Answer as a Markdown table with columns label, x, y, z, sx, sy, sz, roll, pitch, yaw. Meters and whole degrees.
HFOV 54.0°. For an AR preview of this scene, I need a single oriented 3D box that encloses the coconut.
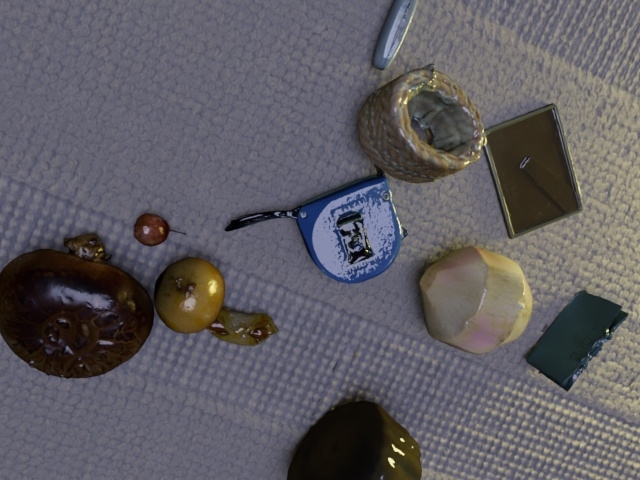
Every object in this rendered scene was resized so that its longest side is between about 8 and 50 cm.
| label | x | y | z | sx | sy | sz | roll | pitch | yaw |
| --- | --- | --- | --- | --- | --- | --- | --- | --- | --- |
| coconut | 0.319 | 0.125 | 1.329 | 0.236 | 0.197 | 0.237 | -4 | 107 | -12 |

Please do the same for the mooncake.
| label | x | y | z | sx | sy | sz | roll | pitch | yaw |
| --- | --- | --- | --- | --- | --- | --- | --- | --- | --- |
| mooncake | 0.076 | 0.488 | 1.306 | 0.290 | 0.290 | 0.161 | -45 | 110 | 0 |

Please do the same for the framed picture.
| label | x | y | z | sx | sy | sz | roll | pitch | yaw |
| --- | --- | --- | --- | --- | --- | --- | --- | --- | --- |
| framed picture | 0.471 | -0.152 | 1.392 | 0.189 | 0.023 | 0.260 | -23 | 105 | -6 |

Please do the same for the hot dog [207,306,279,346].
| label | x | y | z | sx | sy | sz | roll | pitch | yaw |
| --- | --- | --- | --- | --- | --- | --- | --- | --- | --- |
| hot dog | -0.166 | 0.185 | 1.312 | 0.168 | 0.061 | 0.078 | 9 | 100 | -13 |

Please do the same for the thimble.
| label | x | y | z | sx | sy | sz | roll | pitch | yaw |
| --- | --- | --- | --- | --- | --- | --- | --- | --- | --- |
| thimble | 0.198 | -0.218 | 1.234 | 0.229 | 0.148 | 0.196 | 42 | 68 | -16 |

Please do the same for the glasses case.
| label | x | y | z | sx | sy | sz | roll | pitch | yaw |
| --- | --- | --- | --- | --- | --- | --- | --- | --- | --- |
| glasses case | 0.150 | -0.426 | 1.251 | 0.045 | 0.067 | 0.179 | 21 | 96 | -14 |

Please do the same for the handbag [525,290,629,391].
| label | x | y | z | sx | sy | sz | roll | pitch | yaw |
| --- | --- | --- | --- | --- | --- | --- | --- | --- | --- |
| handbag | 0.581 | 0.224 | 1.425 | 0.057 | 0.144 | 0.221 | 40 | 90 | -17 |

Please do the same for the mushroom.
| label | x | y | z | sx | sy | sz | roll | pitch | yaw |
| --- | --- | --- | --- | --- | --- | --- | --- | --- | --- |
| mushroom | -0.467 | 0.131 | 1.191 | 0.297 | 0.163 | 0.278 | 11 | 99 | -12 |

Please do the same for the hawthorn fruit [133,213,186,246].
| label | x | y | z | sx | sy | sz | roll | pitch | yaw |
| --- | --- | --- | --- | --- | --- | --- | --- | --- | --- |
| hawthorn fruit | -0.317 | -0.021 | 1.242 | 0.103 | 0.067 | 0.067 | -2 | 102 | -21 |

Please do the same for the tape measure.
| label | x | y | z | sx | sy | sz | roll | pitch | yaw |
| --- | --- | --- | --- | --- | --- | --- | --- | --- | --- |
| tape measure | 0.000 | 0.000 | 1.295 | 0.351 | 0.098 | 0.215 | -21 | 103 | -4 |

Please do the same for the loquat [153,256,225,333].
| label | x | y | z | sx | sy | sz | roll | pitch | yaw |
| --- | --- | --- | --- | --- | --- | --- | --- | --- | --- |
| loquat | -0.257 | 0.108 | 1.237 | 0.137 | 0.163 | 0.163 | 1 | 101 | -3 |
